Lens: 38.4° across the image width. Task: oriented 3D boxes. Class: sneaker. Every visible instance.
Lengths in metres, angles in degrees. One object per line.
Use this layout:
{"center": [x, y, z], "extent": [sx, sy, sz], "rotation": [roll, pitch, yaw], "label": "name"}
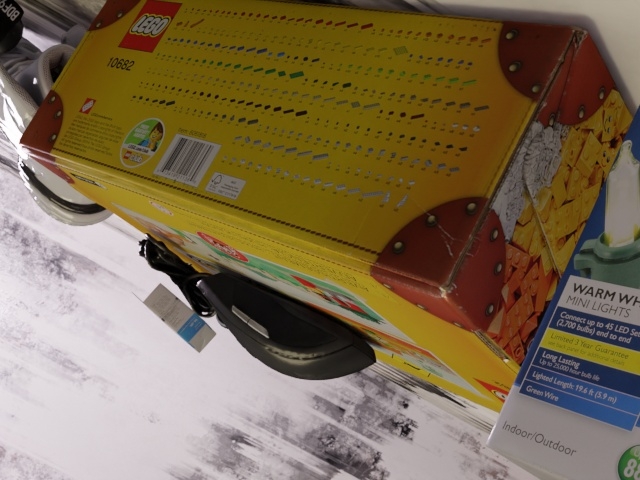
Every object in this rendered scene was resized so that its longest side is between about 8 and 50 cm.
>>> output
{"center": [-0.354, -0.202, 1.094], "extent": [0.366, 0.137, 0.210], "rotation": [49, 148, 11], "label": "sneaker"}

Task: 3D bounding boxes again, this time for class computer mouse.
{"center": [-0.059, 0.090, 0.906], "extent": [0.262, 0.060, 0.184], "rotation": [24, 167, 23], "label": "computer mouse"}

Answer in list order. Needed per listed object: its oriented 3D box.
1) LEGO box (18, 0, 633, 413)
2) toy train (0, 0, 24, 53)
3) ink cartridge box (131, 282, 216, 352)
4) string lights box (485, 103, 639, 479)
{"center": [0.035, -0.026, 0.822], "extent": [0.500, 0.193, 0.372], "rotation": [19, 165, 41], "label": "LEGO box"}
{"center": [-0.401, -0.294, 0.850], "extent": [0.190, 0.142, 0.334], "rotation": [37, 174, 18], "label": "toy train"}
{"center": [-0.149, 0.074, 0.937], "extent": [0.083, 0.028, 0.048], "rotation": [38, 168, 18], "label": "ink cartridge box"}
{"center": [0.200, 0.013, 0.445], "extent": [0.076, 0.260, 0.133], "rotation": [36, 166, -36], "label": "string lights box"}
